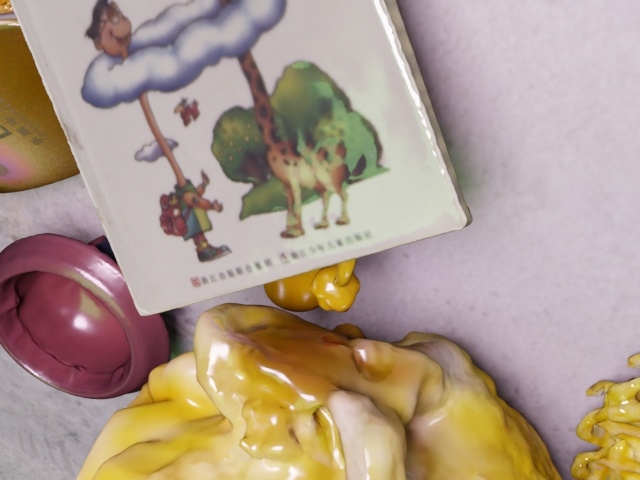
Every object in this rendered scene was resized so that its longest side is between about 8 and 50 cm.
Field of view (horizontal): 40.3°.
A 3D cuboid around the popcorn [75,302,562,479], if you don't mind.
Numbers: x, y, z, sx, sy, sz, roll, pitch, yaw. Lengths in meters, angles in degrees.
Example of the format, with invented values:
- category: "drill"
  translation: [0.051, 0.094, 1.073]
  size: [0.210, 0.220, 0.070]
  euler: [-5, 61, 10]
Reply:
- category: "popcorn"
  translation: [0.012, 0.238, 0.651]
  size: [0.354, 0.344, 0.390]
  euler: [-36, 82, 4]

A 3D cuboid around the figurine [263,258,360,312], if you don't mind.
- category: "figurine"
  translation: [0.000, 0.004, 0.648]
  size: [0.121, 0.122, 0.176]
  euler: [-1, 144, -16]

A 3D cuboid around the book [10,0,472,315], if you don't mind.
- category: "book"
  translation: [-0.082, -0.148, 0.544]
  size: [0.260, 0.043, 0.371]
  euler: [-16, 99, 28]

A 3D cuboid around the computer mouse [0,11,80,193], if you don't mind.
- category: "computer mouse"
  translation: [-0.298, -0.109, 0.740]
  size: [0.310, 0.072, 0.158]
  euler: [-5, 142, 34]

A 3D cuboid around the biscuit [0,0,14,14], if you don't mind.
- category: "biscuit"
  translation: [-0.269, -0.252, 0.663]
  size: [0.253, 0.035, 0.254]
  euler: [16, 131, 19]

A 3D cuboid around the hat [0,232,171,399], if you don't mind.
- category: "hat"
  translation: [-0.228, 0.068, 0.848]
  size: [0.205, 0.089, 0.206]
  euler: [12, 128, 16]

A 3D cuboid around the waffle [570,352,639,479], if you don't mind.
- category: "waffle"
  translation: [0.329, 0.171, 0.628]
  size: [0.262, 0.060, 0.280]
  euler: [37, 134, 0]
